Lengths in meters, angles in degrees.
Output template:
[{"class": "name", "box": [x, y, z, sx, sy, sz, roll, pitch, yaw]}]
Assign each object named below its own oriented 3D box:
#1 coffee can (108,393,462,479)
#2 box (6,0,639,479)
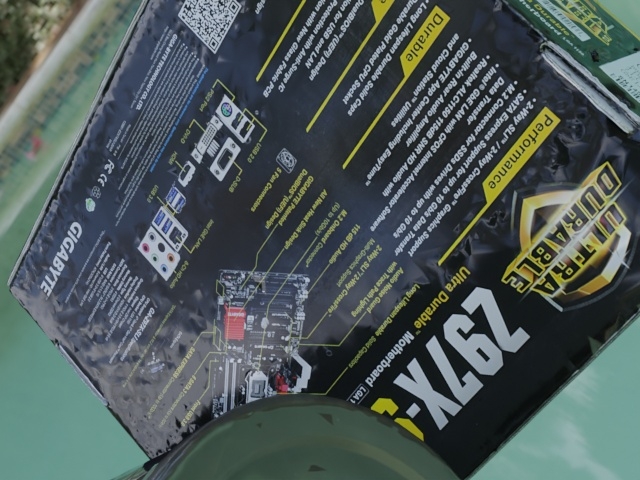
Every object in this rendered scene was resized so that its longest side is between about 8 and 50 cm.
[{"class": "coffee can", "box": [-0.074, 0.201, 0.408, 0.275, 0.201, 0.201, -32, 31, 38]}, {"class": "box", "box": [0.000, 0.000, 0.491, 0.079, 0.257, 0.322, -26, -24, -52]}]
